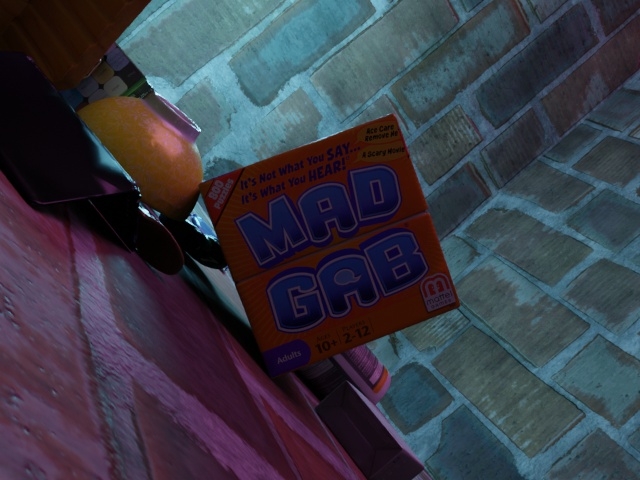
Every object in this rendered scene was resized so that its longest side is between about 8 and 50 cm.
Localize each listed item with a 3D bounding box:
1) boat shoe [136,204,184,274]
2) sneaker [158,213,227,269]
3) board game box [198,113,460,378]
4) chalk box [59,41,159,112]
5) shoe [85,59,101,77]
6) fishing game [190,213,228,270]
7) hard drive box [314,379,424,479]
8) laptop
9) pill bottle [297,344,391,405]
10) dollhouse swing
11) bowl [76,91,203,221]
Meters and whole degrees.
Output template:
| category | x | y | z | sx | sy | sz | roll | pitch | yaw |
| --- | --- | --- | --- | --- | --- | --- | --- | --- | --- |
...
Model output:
| category | x | y | z | sx | sy | sz | roll | pitch | yaw |
| --- | --- | --- | --- | --- | --- | --- | --- | --- | --- |
| boat shoe | -0.250 | -0.015 | 1.049 | 0.152 | 0.056 | 0.049 | 49 | 3 | -5 |
| sneaker | -0.258 | 0.008 | 1.502 | 0.188 | 0.067 | 0.078 | 45 | 8 | -38 |
| board game box | 0.000 | 0.000 | 1.404 | 0.356 | 0.356 | 0.356 | -150 | -140 | -82 |
| chalk box | -0.478 | -0.339 | 1.548 | 0.179 | 0.180 | 0.289 | 50 | -4 | -2 |
| shoe | -0.496 | -0.341 | 1.388 | 0.063 | 0.178 | 0.081 | 38 | 34 | -63 |
| fishing game | -0.297 | 0.009 | 1.939 | 0.264 | 0.041 | 0.189 | 56 | 3 | -20 |
| hard drive box | 0.105 | 0.405 | 1.492 | 0.181 | 0.089 | 0.232 | 48 | -2 | 32 |
| laptop | -0.338 | -0.095 | 0.874 | 0.234 | 0.136 | 0.264 | 49 | -28 | 10 |
| pill bottle | 0.022 | 0.265 | 1.690 | 0.278 | 0.162 | 0.162 | 50 | -3 | -10 |
| dollhouse swing | -0.424 | -0.432 | 0.976 | 0.315 | 0.347 | 0.305 | 48 | 6 | 38 |
| bowl | -0.321 | -0.187 | 1.391 | 0.289 | 0.156 | 0.289 | 40 | 5 | -4 |
